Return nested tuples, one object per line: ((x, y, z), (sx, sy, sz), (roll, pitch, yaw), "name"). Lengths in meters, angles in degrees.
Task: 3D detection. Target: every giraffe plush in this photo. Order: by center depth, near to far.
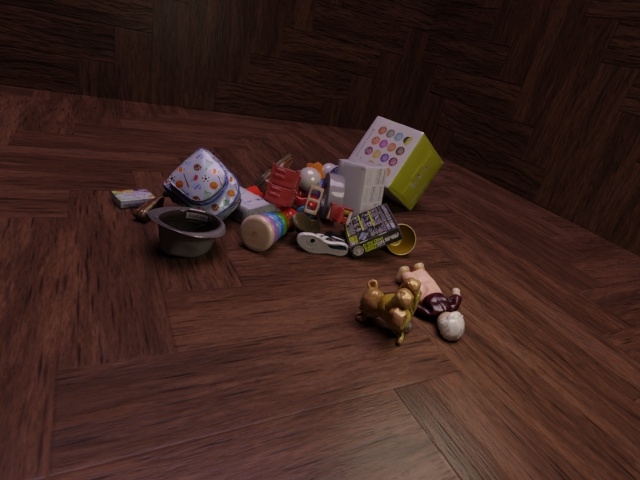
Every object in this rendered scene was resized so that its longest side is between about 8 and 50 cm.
((0.198, 0.195, 1.253), (0.170, 0.210, 0.181), (20, 51, 24), "giraffe plush")

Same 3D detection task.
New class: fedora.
((-0.462, -0.021, 1.409), (0.243, 0.124, 0.275), (25, 20, 16), "fedora")

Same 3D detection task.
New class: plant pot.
((0.340, -0.008, 1.797), (0.134, 0.134, 0.095), (11, 3, -7), "plant pot")

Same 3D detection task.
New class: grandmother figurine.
((0.393, 0.209, 1.419), (0.207, 0.104, 0.342), (-19, 35, -3), "grandmother figurine")

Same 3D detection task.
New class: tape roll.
((0.051, -0.206, 1.923), (0.072, 0.219, 0.219), (8, 27, -12), "tape roll")

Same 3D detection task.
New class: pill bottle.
((0.119, -0.324, 2.266), (0.153, 0.153, 0.264), (-12, 37, -42), "pill bottle")

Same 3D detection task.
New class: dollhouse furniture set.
((-0.033, -0.184, 1.688), (0.374, 0.152, 0.201), (17, 5, -4), "dollhouse furniture set")

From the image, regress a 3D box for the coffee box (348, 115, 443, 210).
((0.415, -0.424, 2.277), (0.334, 0.338, 0.338), (36, 4, 38), "coffee box")

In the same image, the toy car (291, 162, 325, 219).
((-0.052, -0.241, 1.870), (0.210, 0.238, 0.219), (38, 22, -5), "toy car")

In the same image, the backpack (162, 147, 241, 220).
((-0.449, -0.208, 1.617), (0.263, 0.276, 0.213), (42, -10, -3), "backpack")

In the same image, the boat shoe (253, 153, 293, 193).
((-0.209, -0.313, 1.984), (0.104, 0.110, 0.307), (49, 46, -13), "boat shoe")

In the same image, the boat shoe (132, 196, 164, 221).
((-0.668, -0.132, 1.598), (0.060, 0.064, 0.178), (16, 29, 0), "boat shoe")

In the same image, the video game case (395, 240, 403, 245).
((0.315, -0.038, 1.943), (0.212, 0.023, 0.193), (15, 26, 3), "video game case")

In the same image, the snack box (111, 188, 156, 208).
((-0.758, -0.172, 1.662), (0.141, 0.037, 0.100), (-13, 38, -43), "snack box")

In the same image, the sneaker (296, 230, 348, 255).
((0.000, 0.000, 1.663), (0.216, 0.079, 0.121), (15, 22, -16), "sneaker")

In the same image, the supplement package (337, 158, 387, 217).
((0.188, -0.252, 2.005), (0.145, 0.262, 0.204), (-7, 24, -37), "supplement package")

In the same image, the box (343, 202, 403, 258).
((0.214, -0.048, 1.738), (0.216, 0.060, 0.270), (-24, 25, 7), "box")

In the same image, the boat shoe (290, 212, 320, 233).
((-0.073, -0.059, 1.685), (0.073, 0.080, 0.223), (-14, -12, 23), "boat shoe")

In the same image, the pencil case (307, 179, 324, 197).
((-0.101, -0.284, 2.106), (0.306, 0.133, 0.119), (17, 1, 5), "pencil case")

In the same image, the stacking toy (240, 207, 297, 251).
((-0.185, -0.064, 1.646), (0.141, 0.141, 0.330), (21, 21, 14), "stacking toy")

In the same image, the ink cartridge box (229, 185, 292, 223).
((-0.313, -0.206, 1.893), (0.308, 0.091, 0.385), (28, 31, 26), "ink cartridge box")
